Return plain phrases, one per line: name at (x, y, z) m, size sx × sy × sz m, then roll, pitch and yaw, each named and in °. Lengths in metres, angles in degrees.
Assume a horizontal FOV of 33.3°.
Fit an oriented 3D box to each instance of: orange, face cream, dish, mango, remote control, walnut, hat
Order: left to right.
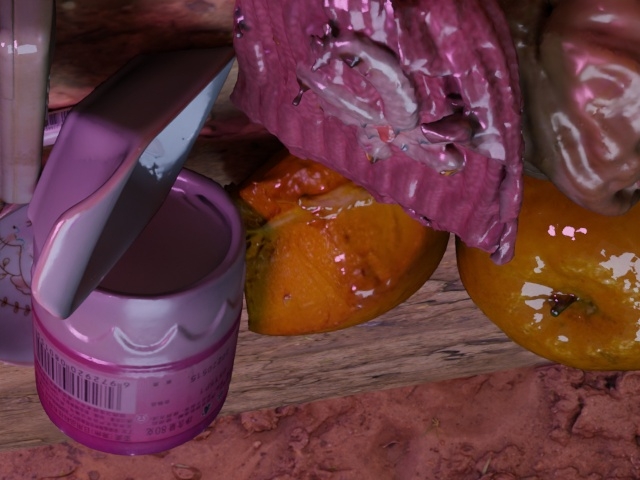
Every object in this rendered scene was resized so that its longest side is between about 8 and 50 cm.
remote control at (-0.184, -0.106, 0.651) m, size 0.038 × 0.098 × 0.233 m, roll 0°, pitch 161°, yaw -17°
dish at (-0.258, 0.014, 0.982) m, size 0.229 × 0.081 × 0.229 m, roll -21°, pitch 141°, yaw -18°
dish at (-0.141, -0.049, 0.717) m, size 0.064 × 0.234 × 0.154 m, roll 30°, pitch 121°, yaw -3°
face cream at (-0.153, 0.056, 0.895) m, size 0.175 × 0.175 × 0.195 m, roll -5°, pitch 136°, yaw -18°
mango at (0.000, 0.000, 0.976) m, size 0.199 × 0.201 × 0.350 m, roll 20°, pitch 166°, yaw -8°
hat at (0.022, -0.116, 0.610) m, size 0.107 × 0.236 × 0.286 m, roll -47°, pitch 154°, yaw -29°
orange at (0.256, -0.016, 0.957) m, size 0.279 × 0.235 × 0.279 m, roll 19°, pitch 141°, yaw 16°
walnut at (0.187, -0.116, 0.694) m, size 0.198 × 0.198 × 0.245 m, roll -20°, pitch 160°, yaw 30°

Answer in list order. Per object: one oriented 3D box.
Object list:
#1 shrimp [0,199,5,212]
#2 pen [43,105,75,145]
shrimp at (-0.345, -0.038, 0.791) m, size 0.248 × 0.068 × 0.150 m, roll -13°, pitch 137°, yaw 0°
pen at (-0.274, -0.073, 0.828) m, size 0.239 × 0.028 × 0.028 m, roll -12°, pitch 163°, yaw 3°
